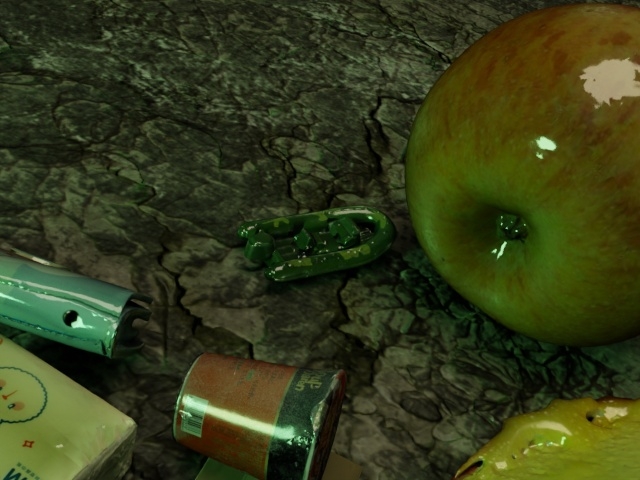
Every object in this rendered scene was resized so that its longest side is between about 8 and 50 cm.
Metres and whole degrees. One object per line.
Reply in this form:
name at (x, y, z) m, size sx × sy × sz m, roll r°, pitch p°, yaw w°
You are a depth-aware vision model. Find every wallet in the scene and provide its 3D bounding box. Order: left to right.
wallet at (-0.292, 0.047, 0.884) m, size 0.250 × 0.075 × 0.176 m, roll 18°, pitch -5°, yaw 1°

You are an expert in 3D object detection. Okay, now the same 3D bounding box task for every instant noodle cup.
instant noodle cup at (-0.057, 0.161, 0.847) m, size 0.135 × 0.127 × 0.127 m, roll 14°, pitch 38°, yaw 10°

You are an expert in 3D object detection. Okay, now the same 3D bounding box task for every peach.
peach at (0.237, 0.277, 0.781) m, size 0.257 × 0.201 × 0.361 m, roll -2°, pitch 16°, yaw 25°

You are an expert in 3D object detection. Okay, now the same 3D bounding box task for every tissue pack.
tissue pack at (-0.277, 0.170, 0.790) m, size 0.196 × 0.092 × 0.148 m, roll 29°, pitch 38°, yaw 14°

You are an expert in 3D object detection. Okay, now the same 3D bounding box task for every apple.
apple at (0.281, -0.064, 1.063) m, size 0.333 × 0.400 × 0.400 m, roll -36°, pitch 59°, yaw -17°

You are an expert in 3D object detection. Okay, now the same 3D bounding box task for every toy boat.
toy boat at (0.000, 0.000, 1.130) m, size 0.210 × 0.052 × 0.104 m, roll -11°, pitch 44°, yaw -30°

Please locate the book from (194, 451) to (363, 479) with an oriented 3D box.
book at (-0.056, 0.249, 0.839) m, size 0.138 × 0.016 × 0.199 m, roll 24°, pitch 39°, yaw 9°
